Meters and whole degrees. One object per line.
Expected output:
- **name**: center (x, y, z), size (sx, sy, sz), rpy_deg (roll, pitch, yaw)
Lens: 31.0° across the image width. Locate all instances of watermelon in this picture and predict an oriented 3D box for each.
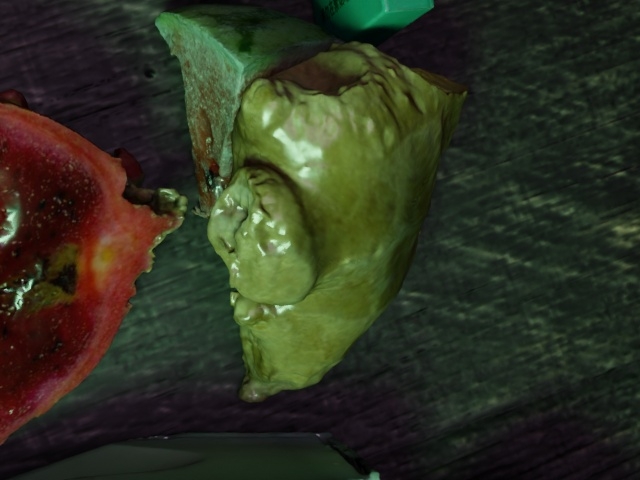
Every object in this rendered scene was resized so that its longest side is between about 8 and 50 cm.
- **watermelon**: center (-0.040, -0.096, 0.809), size (0.098, 0.121, 0.158), rpy_deg (-10, 93, -30)

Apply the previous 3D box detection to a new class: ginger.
- **ginger**: center (0.000, 0.000, 0.775), size (0.123, 0.219, 0.270), rpy_deg (20, 104, 29)

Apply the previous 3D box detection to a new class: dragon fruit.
- **dragon fruit**: center (-0.200, -0.004, 0.770), size (0.212, 0.134, 0.261), rpy_deg (-9, 119, -28)

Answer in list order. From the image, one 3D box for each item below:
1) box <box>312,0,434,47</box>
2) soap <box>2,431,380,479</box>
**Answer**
- **box**: center (0.019, -0.251, 0.797), size (0.042, 0.161, 0.226), rpy_deg (-9, 90, -16)
- **soap**: center (-0.159, 0.281, 0.742), size (0.446, 0.156, 0.261), rpy_deg (-19, 91, -11)
